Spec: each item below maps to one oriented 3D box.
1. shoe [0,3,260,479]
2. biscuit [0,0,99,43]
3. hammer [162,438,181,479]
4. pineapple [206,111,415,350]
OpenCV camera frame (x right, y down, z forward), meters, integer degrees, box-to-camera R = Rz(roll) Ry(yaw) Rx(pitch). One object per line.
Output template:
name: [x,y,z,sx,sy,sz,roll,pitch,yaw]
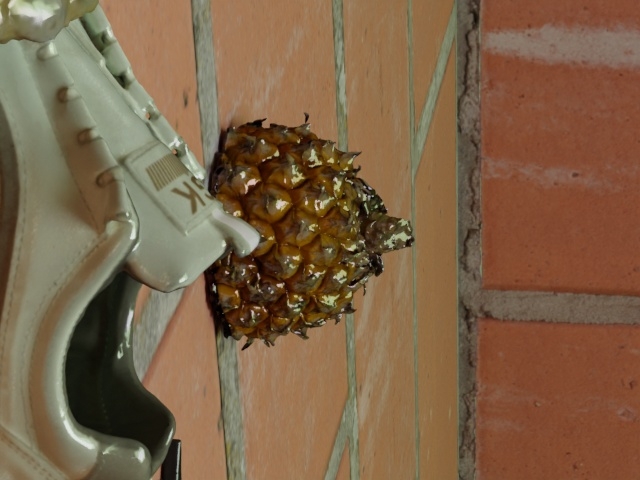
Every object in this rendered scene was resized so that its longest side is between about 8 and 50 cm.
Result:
shoe: [-0.102,-0.029,0.721,0.124,0.159,0.316,-47,142,-73]
biscuit: [-0.142,-0.176,0.596,0.265,0.040,0.188,63,40,-34]
hammer: [-0.113,0.165,1.117,0.199,0.013,0.062,-17,110,-80]
pineapple: [0.000,-0.004,1.347,0.161,0.137,0.176,-77,165,-45]
